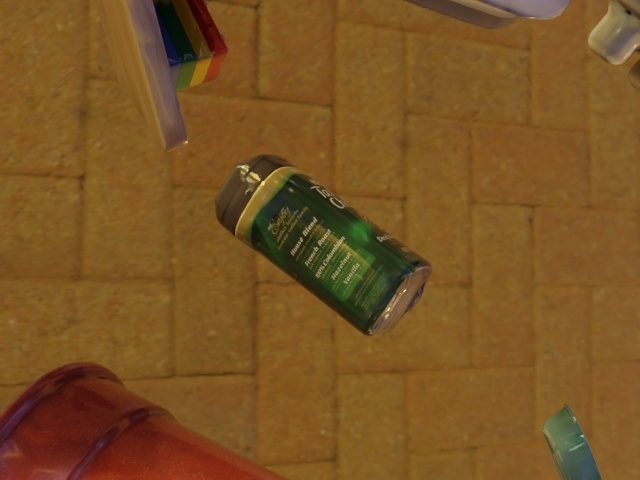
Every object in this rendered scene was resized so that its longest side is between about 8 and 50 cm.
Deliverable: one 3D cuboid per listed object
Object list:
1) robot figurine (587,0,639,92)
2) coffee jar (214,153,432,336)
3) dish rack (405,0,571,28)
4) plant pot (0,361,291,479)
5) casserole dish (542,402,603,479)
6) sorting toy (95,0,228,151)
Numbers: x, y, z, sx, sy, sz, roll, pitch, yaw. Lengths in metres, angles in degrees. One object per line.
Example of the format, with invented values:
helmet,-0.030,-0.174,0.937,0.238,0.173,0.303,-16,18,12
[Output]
robot figurine,0.484,-0.337,1.418,0.300,0.200,0.353,38,104,-12
coffee jar,0.000,0.000,1.002,0.079,0.184,0.096,-57,164,11
dish rack,0.009,-0.281,0.788,0.332,0.072,0.286,14,58,-26
plant pot,-0.100,0.258,0.839,0.272,0.265,0.273,18,90,-72
casserole dish,0.281,0.265,1.246,0.037,0.114,0.188,-23,100,3
sorting toy,-0.165,-0.252,1.131,0.089,0.255,0.257,-18,118,-12
